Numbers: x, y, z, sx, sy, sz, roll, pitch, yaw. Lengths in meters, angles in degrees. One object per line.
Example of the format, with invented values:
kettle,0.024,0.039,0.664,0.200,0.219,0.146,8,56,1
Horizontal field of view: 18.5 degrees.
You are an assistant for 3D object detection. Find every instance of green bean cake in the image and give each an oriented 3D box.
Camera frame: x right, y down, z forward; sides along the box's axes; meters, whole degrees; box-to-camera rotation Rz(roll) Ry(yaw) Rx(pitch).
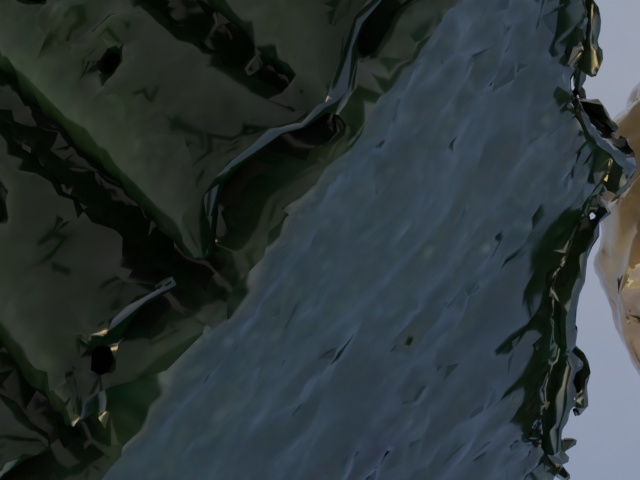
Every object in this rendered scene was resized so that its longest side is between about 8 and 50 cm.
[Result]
green bean cake,0.000,0.000,0.433,0.107,0.208,0.193,35,-92,34

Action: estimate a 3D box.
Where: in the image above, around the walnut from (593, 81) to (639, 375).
walnut,0.214,0.000,0.826,0.198,0.245,0.198,-19,-127,27
